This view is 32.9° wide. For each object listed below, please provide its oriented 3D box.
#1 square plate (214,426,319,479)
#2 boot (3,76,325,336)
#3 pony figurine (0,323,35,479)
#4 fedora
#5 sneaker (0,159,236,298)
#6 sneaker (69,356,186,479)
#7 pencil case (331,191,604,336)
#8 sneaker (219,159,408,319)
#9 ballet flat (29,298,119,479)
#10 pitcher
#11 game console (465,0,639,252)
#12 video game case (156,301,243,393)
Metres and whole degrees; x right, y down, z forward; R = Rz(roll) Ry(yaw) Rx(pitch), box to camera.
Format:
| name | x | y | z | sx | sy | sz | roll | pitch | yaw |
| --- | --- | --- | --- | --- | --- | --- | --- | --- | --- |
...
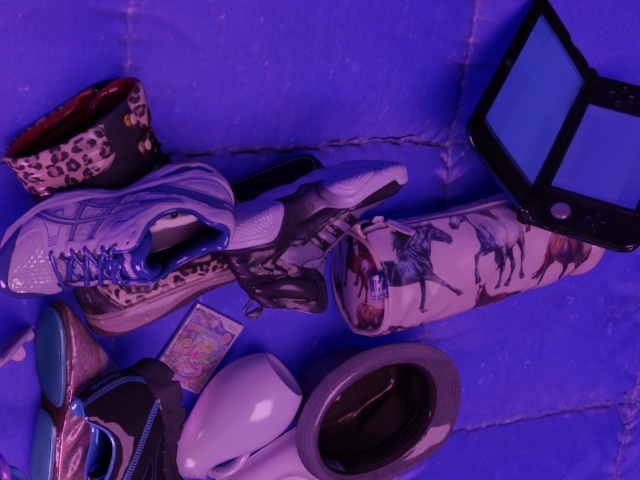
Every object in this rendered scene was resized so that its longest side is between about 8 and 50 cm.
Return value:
| name | x | y | z | sx | sy | sz | roll | pitch | yaw |
| --- | --- | --- | --- | --- | --- | --- | --- | --- | --- |
| square plate | -0.075 | 0.515 | 1.668 | 0.344 | 0.049 | 0.347 | -31 | 98 | -11 |
| boot | -0.185 | -0.077 | 1.375 | 0.377 | 0.138 | 0.284 | -29 | 122 | -6 |
| pony figurine | -0.499 | 0.220 | 1.260 | 0.363 | 0.351 | 0.303 | 28 | 95 | -15 |
| fedora | 0.066 | 0.246 | 1.650 | 0.275 | 0.124 | 0.244 | -20 | 121 | -23 |
| sneaker | -0.239 | 0.001 | 1.240 | 0.296 | 0.131 | 0.112 | -23 | 125 | -1 |
| sneaker | -0.247 | 0.330 | 1.435 | 0.139 | 0.125 | 0.341 | -18 | 105 | -39 |
| pencil case | 0.223 | 0.010 | 1.601 | 0.410 | 0.160 | 0.184 | -15 | 130 | -20 |
| sneaker | 0.000 | 0.000 | 1.364 | 0.268 | 0.101 | 0.153 | -23 | 111 | -19 |
| ballet flat | -0.328 | 0.210 | 1.461 | 0.106 | 0.107 | 0.316 | -9 | 124 | -36 |
| pitcher | -0.118 | 0.266 | 1.583 | 0.207 | 0.125 | 0.178 | -40 | 146 | 7 |
| game console | 0.372 | -0.167 | 1.526 | 0.293 | 0.250 | 0.173 | -60 | 156 | -27 |
| video game case | -0.177 | 0.155 | 1.554 | 0.087 | 0.011 | 0.122 | 31 | 96 | -34 |
